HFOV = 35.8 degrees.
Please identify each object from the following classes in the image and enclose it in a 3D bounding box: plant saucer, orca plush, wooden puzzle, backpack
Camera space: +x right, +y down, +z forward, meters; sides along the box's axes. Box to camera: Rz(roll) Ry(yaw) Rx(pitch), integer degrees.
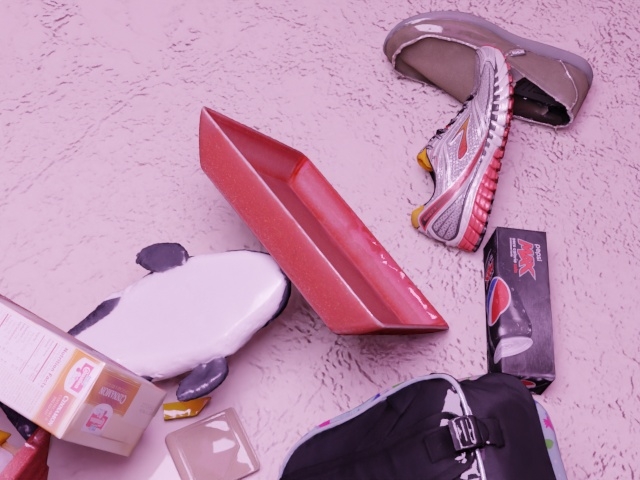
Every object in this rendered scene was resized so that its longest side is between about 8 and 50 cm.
[{"bbox_3d":[0.000,0.000,0.956,0.048,0.259,0.258,-43,73,11],"label":"plant saucer"},{"bbox_3d":[-0.151,0.106,0.936,0.287,0.102,0.151,-41,69,-4],"label":"orca plush"},{"bbox_3d":[-0.103,0.201,0.940,0.079,0.014,0.116,-16,66,-12],"label":"wooden puzzle"},{"bbox_3d":[0.086,0.238,0.822,0.191,0.254,0.225,12,57,-46],"label":"backpack"}]

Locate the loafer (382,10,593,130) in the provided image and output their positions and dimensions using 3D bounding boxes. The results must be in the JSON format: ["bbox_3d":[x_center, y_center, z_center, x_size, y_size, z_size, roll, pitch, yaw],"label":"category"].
[{"bbox_3d":[0.194,-0.192,1.143,0.251,0.094,0.087,12,57,-3],"label":"loafer"}]

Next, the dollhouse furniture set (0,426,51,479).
[{"bbox_3d":[-0.388,0.268,0.741,0.201,0.152,0.374,27,49,5],"label":"dollhouse furniture set"}]

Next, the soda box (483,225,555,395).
[{"bbox_3d":[0.205,0.072,1.031,0.060,0.053,0.168,6,62,-6],"label":"soda box"}]

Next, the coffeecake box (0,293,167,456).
[{"bbox_3d":[-0.240,0.100,0.823,0.186,0.142,0.068,27,79,18],"label":"coffeecake box"}]

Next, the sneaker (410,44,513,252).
[{"bbox_3d":[0.154,-0.106,1.069,0.093,0.088,0.225,13,83,9],"label":"sneaker"}]
